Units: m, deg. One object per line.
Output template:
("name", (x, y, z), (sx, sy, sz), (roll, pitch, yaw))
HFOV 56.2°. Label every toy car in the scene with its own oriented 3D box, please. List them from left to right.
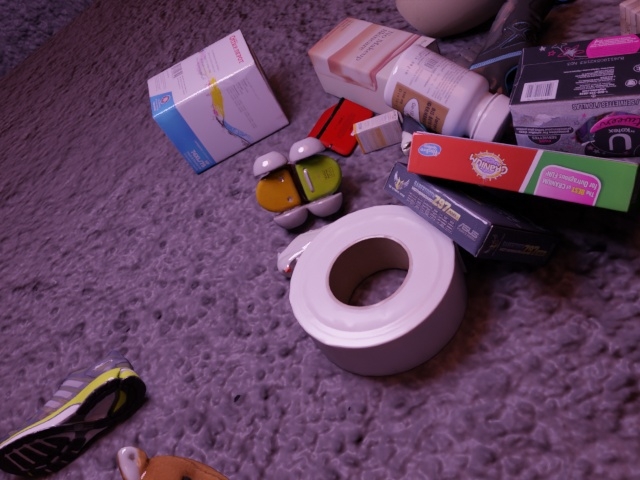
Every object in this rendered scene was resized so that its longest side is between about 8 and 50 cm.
("toy car", (-0.040, -0.121, 1.236), (0.182, 0.159, 0.136), (-20, 9, 13))

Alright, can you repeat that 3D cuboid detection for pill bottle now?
("pill bottle", (0.249, -0.268, 1.147), (0.229, 0.131, 0.131), (33, 70, 17))

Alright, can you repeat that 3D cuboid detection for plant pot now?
("plant pot", (0.283, -0.588, 1.391), (0.191, 0.284, 0.284), (-46, 34, 35))

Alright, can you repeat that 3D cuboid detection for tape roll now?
("tape roll", (0.096, 0.077, 1.001), (0.287, 0.100, 0.286), (-16, 46, 17))

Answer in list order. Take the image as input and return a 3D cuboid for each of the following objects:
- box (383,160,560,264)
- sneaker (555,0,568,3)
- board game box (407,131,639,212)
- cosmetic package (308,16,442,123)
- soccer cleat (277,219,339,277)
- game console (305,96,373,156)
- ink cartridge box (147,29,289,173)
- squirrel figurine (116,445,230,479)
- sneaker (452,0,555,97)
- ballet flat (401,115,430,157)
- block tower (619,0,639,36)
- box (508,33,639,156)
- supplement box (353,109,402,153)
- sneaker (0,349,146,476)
("box", (0.241, -0.046, 0.973), (0.233, 0.184, 0.059), (44, 119, 46))
("sneaker", (0.561, -0.602, 1.368), (0.217, 0.079, 0.121), (-27, 63, -8))
("board game box", (0.332, -0.112, 0.935), (0.317, 0.242, 0.064), (16, 104, 32))
("cosmetic package", (0.127, -0.396, 1.375), (0.153, 0.129, 0.296), (-44, 46, -13))
("soccer cleat", (0.000, 0.000, 1.146), (0.196, 0.068, 0.076), (-32, 41, 4))
("game console", (0.035, -0.248, 1.379), (0.124, 0.085, 0.144), (26, 65, 8))
("ink cartridge box", (-0.254, -0.345, 1.489), (0.270, 0.197, 0.198), (-28, 44, 5))
("squirrel figurine", (-0.268, 0.459, 0.753), (0.397, 0.281, 0.370), (-17, 40, 12))
("sneaker", (0.406, -0.398, 1.254), (0.140, 0.125, 0.340), (34, 77, 25))
("ballet flat", (0.204, -0.187, 1.195), (0.074, 0.074, 0.203), (-35, 46, -3))
("block tower", (0.666, -0.348, 1.066), (0.091, 0.097, 0.335), (-27, 43, 6))
("box", (0.475, -0.244, 1.043), (0.248, 0.142, 0.163), (2, 55, 31))
("supplement box", (0.127, -0.231, 1.279), (0.099, 0.062, 0.036), (-16, 45, 15))
("sneaker", (-0.464, 0.318, 1.108), (0.300, 0.111, 0.121), (-32, 34, -8))
